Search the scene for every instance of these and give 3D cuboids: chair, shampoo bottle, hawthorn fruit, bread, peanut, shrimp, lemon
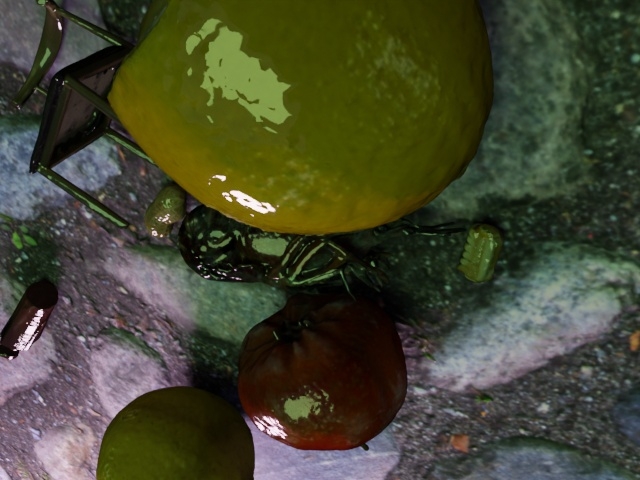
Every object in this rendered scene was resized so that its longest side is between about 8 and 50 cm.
[{"bbox_3d":[-0.308,-0.175,0.904,0.272,0.166,0.188,35,129,-1],"label":"chair"},{"bbox_3d":[-0.575,0.165,1.323,0.068,0.067,0.236,34,130,-11],"label":"shampoo bottle"},{"bbox_3d":[0.017,0.211,0.984,0.242,0.241,0.271,-11,127,30],"label":"hawthorn fruit"},{"bbox_3d":[0.208,0.015,0.880,0.049,0.034,0.087,24,126,27],"label":"bread"},{"bbox_3d":[-0.236,-0.043,1.037,0.054,0.054,0.113,39,132,-4],"label":"peanut"},{"bbox_3d":[-0.002,0.000,0.916,0.373,0.172,0.137,7,105,0],"label":"shrimp"},{"bbox_3d":[-0.252,0.391,1.200,0.293,0.293,0.292,12,126,17],"label":"lemon"},{"bbox_3d":[0.004,-0.158,0.671,0.365,0.364,0.364,12,126,17],"label":"lemon"}]
